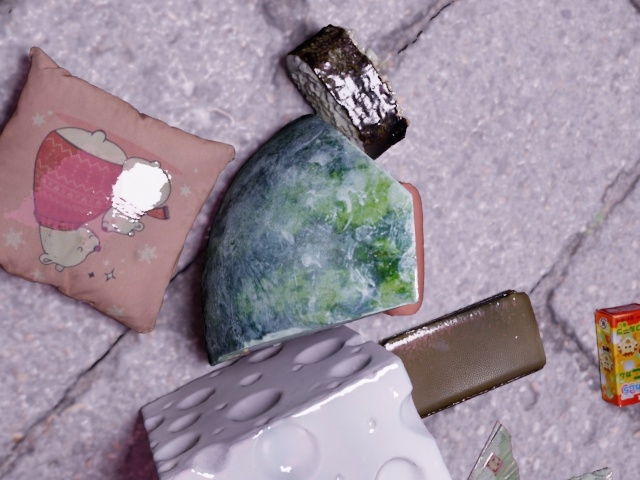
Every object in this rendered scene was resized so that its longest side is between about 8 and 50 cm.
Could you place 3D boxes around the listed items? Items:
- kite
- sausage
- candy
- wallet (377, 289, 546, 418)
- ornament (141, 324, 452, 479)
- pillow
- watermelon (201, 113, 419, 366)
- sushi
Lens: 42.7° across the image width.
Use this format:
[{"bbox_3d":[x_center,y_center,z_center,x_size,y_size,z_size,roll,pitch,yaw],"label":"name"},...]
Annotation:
[{"bbox_3d":[0.261,0.330,1.035,0.250,0.012,0.229,-18,100,-14],"label":"kite"},{"bbox_3d":[0.087,0.008,0.932,0.062,0.062,0.154,-4,95,-15],"label":"sausage"},{"bbox_3d":[0.390,0.144,1.039,0.062,0.038,0.122,-9,97,-14],"label":"candy"},{"bbox_3d":[0.170,0.138,0.982,0.198,0.031,0.110,-19,99,-13],"label":"wallet"},{"bbox_3d":[-0.018,0.249,0.833,0.239,0.239,0.240,-26,100,-14],"label":"ornament"},{"bbox_3d":[-0.229,-0.046,0.830,0.236,0.084,0.223,28,86,-19],"label":"pillow"},{"bbox_3d":[0.000,0.000,0.859,0.213,0.320,0.290,20,49,-33],"label":"watermelon"},{"bbox_3d":[0.032,-0.159,0.891,0.078,0.090,0.150,-38,101,-14],"label":"sushi"}]
